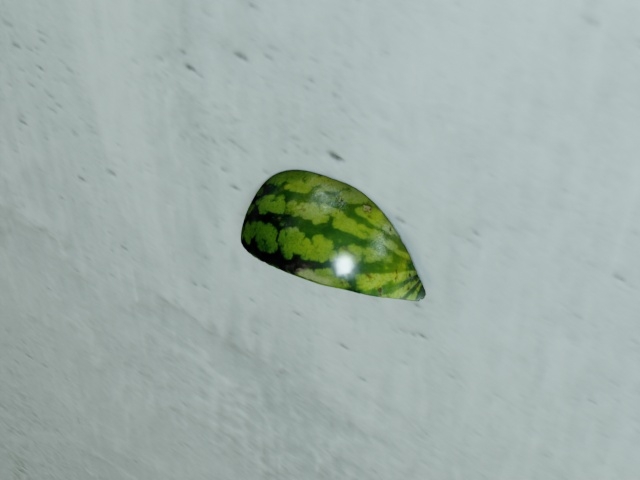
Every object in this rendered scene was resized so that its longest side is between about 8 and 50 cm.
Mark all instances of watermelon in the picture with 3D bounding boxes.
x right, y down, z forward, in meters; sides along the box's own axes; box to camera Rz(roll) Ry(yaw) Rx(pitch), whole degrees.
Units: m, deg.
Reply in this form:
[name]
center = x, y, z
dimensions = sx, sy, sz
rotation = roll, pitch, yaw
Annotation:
[watermelon]
center = -0.009, 0.003, 0.928
dimensions = 0.163, 0.069, 0.087
rotation = 19, 139, 35
